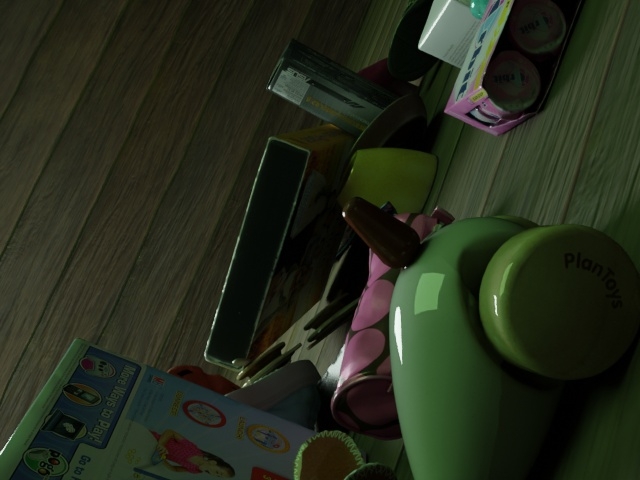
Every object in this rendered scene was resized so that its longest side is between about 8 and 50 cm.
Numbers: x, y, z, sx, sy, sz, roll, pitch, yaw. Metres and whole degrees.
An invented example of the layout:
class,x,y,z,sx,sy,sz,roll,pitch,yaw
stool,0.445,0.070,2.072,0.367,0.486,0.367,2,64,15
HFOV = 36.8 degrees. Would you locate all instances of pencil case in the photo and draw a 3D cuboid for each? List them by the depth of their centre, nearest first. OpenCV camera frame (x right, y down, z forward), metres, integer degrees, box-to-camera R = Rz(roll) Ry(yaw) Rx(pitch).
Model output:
class,x,y,z,sx,sy,sz,roll,pitch,yaw
pencil case,0.071,0.067,0.843,0.098,0.095,0.209,-39,27,42

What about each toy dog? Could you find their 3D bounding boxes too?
class,x,y,z,sx,sy,sz,roll,pitch,yaw
toy dog,0.046,0.108,0.548,0.220,0.161,0.333,127,165,-65

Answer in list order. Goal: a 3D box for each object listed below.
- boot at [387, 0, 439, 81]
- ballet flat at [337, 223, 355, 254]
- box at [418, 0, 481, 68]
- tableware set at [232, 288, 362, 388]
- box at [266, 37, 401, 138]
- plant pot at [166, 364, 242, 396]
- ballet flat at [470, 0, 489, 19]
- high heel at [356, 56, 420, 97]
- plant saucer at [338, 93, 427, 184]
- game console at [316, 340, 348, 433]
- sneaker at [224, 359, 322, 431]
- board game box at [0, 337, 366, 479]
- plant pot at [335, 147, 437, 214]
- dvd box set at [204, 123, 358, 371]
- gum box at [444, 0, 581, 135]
class,x,y,z,sx,sy,sz,roll,pitch,yaw
boot,0.176,-0.363,1.542,0.178,0.085,0.236,-81,16,-82
ballet flat,0.000,0.000,1.695,0.241,0.077,0.091,130,161,-67
box,0.180,-0.268,1.115,0.101,0.087,0.102,125,166,-61
tableware set,-0.032,0.122,1.223,0.194,0.039,0.128,-35,-10,-18
box,0.037,-0.217,1.462,0.056,0.231,0.183,-60,9,18
plant pot,-0.227,0.364,1.559,0.265,0.272,0.272,-57,8,12
ballet flat,0.192,-0.340,1.035,0.083,0.087,0.247,61,-148,-62
high heel,0.119,-0.313,1.639,0.082,0.117,0.244,122,169,-53
plant saucer,0.092,-0.123,1.312,0.168,0.029,0.168,-42,-22,-21
game console,0.050,0.144,1.064,0.122,0.071,0.107,-61,38,44
sneaker,-0.060,0.245,1.120,0.135,0.150,0.366,-38,-9,18
board game box,-0.110,0.227,0.786,0.308,0.302,0.086,-86,20,-73
plant pot,0.076,-0.065,1.216,0.134,0.095,0.134,-156,90,-84
dvd box set,-0.030,-0.012,1.389,0.420,0.062,0.307,-32,-38,-74
gum box,0.187,-0.193,0.902,0.107,0.062,0.188,151,142,-80
